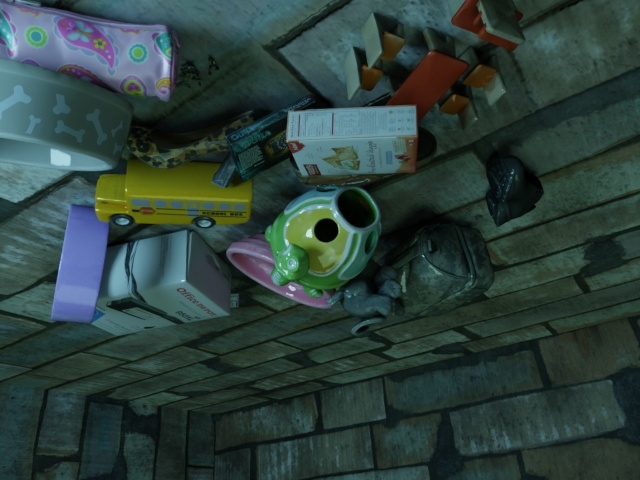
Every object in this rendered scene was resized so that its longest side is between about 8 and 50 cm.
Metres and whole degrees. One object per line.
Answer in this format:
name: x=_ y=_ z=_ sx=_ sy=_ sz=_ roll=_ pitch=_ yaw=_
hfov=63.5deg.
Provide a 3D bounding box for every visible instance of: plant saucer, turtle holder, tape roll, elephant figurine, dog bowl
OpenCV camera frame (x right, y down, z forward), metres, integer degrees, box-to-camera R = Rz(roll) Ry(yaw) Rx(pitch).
plant saucer: x=-0.097 y=0.079 z=1.436 sx=0.332 sy=0.084 sz=0.332 roll=24 pitch=162 yaw=8
turtle holder: x=-0.001 y=-0.017 z=1.205 sx=0.320 sy=0.244 sz=0.227 roll=-2 pitch=153 yaw=-38
tape roll: x=-0.569 y=0.056 z=1.229 sx=0.090 sy=0.275 sz=0.275 roll=10 pitch=148 yaw=-26
elephant figurine: x=0.130 y=0.173 z=1.373 sx=0.185 sy=0.169 sz=0.239 roll=20 pitch=150 yaw=12
dog bowl: x=-0.480 y=-0.187 z=0.824 sx=0.348 sy=0.102 sz=0.349 roll=4 pitch=178 yaw=0

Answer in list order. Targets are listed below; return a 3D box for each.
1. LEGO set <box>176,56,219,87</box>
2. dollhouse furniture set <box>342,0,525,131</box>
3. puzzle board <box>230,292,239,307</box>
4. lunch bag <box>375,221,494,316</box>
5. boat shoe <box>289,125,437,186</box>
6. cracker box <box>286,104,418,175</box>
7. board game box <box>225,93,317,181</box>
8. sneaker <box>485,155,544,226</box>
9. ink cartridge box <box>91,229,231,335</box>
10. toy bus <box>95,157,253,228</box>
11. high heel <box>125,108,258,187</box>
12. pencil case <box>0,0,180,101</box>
LEGO set: x=-0.220 y=-0.297 z=0.911 sx=0.083 sy=0.024 sz=0.054 roll=-18 pitch=154 yaw=-4
dollhouse furniture set: x=0.205 y=-0.292 z=0.863 sx=0.261 sy=0.135 sz=0.259 roll=9 pitch=149 yaw=-24
puzzle board: x=-0.339 y=0.216 z=1.841 sx=0.096 sy=0.011 sz=0.128 roll=0 pitch=152 yaw=-10
lunch bag: x=0.303 y=0.083 z=1.486 sx=0.255 sy=0.213 sz=0.305 roll=5 pitch=152 yaw=-30
boat shoe: x=0.093 y=-0.176 z=1.106 sx=0.307 sy=0.111 sz=0.104 roll=-2 pitch=158 yaw=14
cracker box: x=0.064 y=-0.182 z=0.968 sx=0.232 sy=0.067 sz=0.156 roll=0 pitch=164 yaw=9
board game box: x=-0.088 y=-0.199 z=1.015 sx=0.186 sy=0.026 sz=0.126 roll=-30 pitch=155 yaw=-12
sneaker: x=0.477 y=-0.133 z=1.259 sx=0.130 sy=0.109 sz=0.286 roll=-17 pitch=159 yaw=9
ink cartridge box: x=-0.493 y=0.133 z=1.499 sx=0.394 sy=0.166 sz=0.285 roll=-12 pitch=151 yaw=11
toy bus: x=-0.321 y=-0.105 z=1.148 sx=0.332 sy=0.108 sz=0.130 roll=2 pitch=151 yaw=-12
high heel: x=-0.256 y=-0.220 z=1.003 sx=0.261 sy=0.093 sz=0.186 roll=19 pitch=127 yaw=-25
pencil case: x=-0.362 y=-0.292 z=0.790 sx=0.283 sy=0.124 sz=0.124 roll=6 pitch=150 yaw=-17
